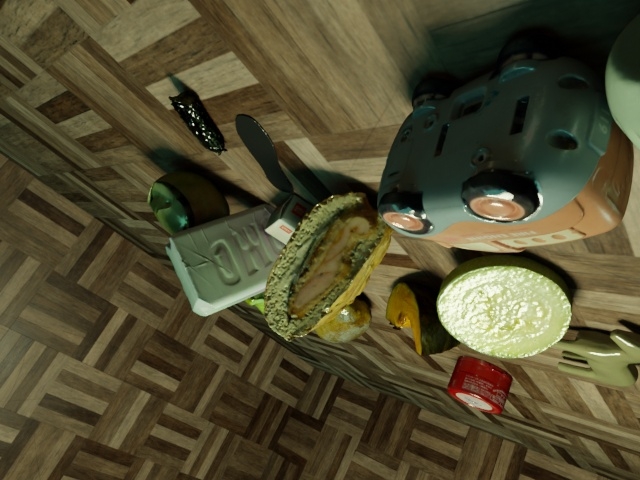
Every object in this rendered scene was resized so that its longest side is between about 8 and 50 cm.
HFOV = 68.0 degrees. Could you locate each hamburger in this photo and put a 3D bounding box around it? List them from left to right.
[{"bbox_3d":[0.022,0.054,1.018,0.162,0.330,0.209,34,-176,15],"label":"hamburger"}]

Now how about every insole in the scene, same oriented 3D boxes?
[{"bbox_3d":[-0.118,-0.178,1.012,0.086,0.005,0.253,19,157,25],"label":"insole"}]

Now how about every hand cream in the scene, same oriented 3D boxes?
[{"bbox_3d":[0.533,0.486,1.592,0.193,0.125,0.193,25,157,11],"label":"hand cream"}]

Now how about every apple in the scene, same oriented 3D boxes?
[{"bbox_3d":[-0.350,-0.095,1.274,0.188,0.174,0.207,49,174,25],"label":"apple"}]

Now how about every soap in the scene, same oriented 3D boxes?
[{"bbox_3d":[-0.191,0.036,1.219,0.115,0.347,0.208,-35,79,59],"label":"soap"}]

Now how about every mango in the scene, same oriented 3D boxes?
[{"bbox_3d":[0.073,0.254,1.582,0.193,0.146,0.316,-1,154,-6],"label":"mango"}]

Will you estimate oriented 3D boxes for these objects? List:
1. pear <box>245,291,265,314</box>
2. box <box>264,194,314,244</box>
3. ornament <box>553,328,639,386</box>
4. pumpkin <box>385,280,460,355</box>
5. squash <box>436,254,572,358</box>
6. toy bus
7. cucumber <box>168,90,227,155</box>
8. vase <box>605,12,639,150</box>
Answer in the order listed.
[{"bbox_3d":[-0.121,0.176,1.495,0.287,0.176,0.282,20,157,19],"label":"pear"},{"bbox_3d":[0.000,0.000,1.178,0.269,0.079,0.135,33,158,-14],"label":"box"},{"bbox_3d":[0.604,0.240,1.009,0.245,0.061,0.230,3,146,51],"label":"ornament"},{"bbox_3d":[0.285,0.185,1.208,0.169,0.148,0.312,3,-171,-7],"label":"pumpkin"},{"bbox_3d":[0.365,0.137,0.943,0.252,0.049,0.252,13,129,16],"label":"squash"},{"bbox_3d":[0.223,-0.084,0.577,0.232,0.194,0.288,24,162,-27],"label":"toy bus"},{"bbox_3d":[-0.247,-0.237,0.974,0.053,0.053,0.181,18,158,25],"label":"cucumber"},{"bbox_3d":[0.356,-0.106,0.424,0.248,0.128,0.128,29,162,-34],"label":"vase"}]
